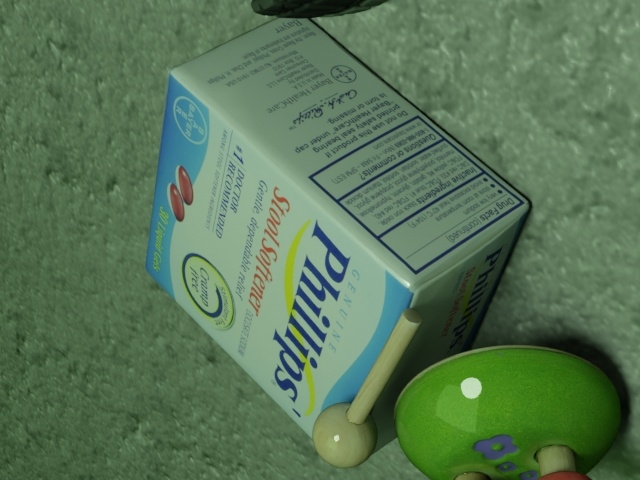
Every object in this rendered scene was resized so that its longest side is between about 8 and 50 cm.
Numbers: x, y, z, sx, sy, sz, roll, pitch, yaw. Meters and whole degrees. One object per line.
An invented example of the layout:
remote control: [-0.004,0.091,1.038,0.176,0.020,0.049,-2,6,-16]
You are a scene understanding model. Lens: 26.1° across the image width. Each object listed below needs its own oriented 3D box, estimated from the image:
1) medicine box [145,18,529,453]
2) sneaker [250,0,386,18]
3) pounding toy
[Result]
medicine box: [0.000,0.000,1.197,0.289,0.149,0.263,43,143,23]
sneaker: [0.028,-0.242,1.048,0.267,0.101,0.106,-18,78,57]
pounding toy: [0.128,0.171,1.081,0.183,0.237,0.110,-53,28,42]
